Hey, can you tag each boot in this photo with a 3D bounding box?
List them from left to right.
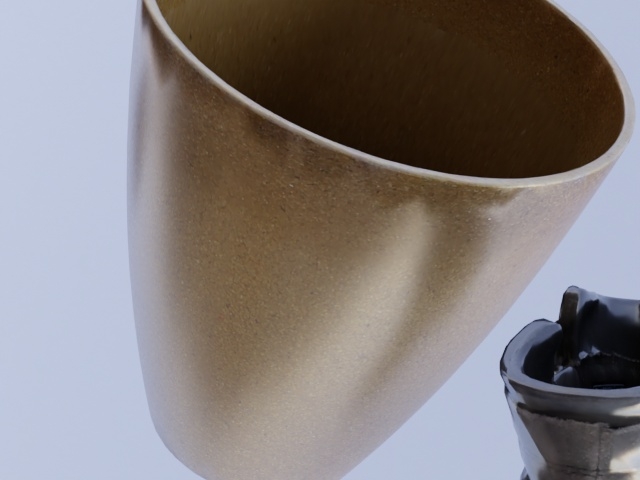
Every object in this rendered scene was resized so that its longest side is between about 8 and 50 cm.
[{"bbox_3d":[0.141,0.129,0.655,0.118,0.338,0.223,3,-89,14],"label":"boot"}]

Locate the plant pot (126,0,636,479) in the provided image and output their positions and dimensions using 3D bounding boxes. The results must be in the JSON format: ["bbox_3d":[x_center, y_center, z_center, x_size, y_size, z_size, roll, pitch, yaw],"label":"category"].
[{"bbox_3d":[0.000,0.000,0.801,0.237,0.237,0.254,38,-51,24],"label":"plant pot"}]
